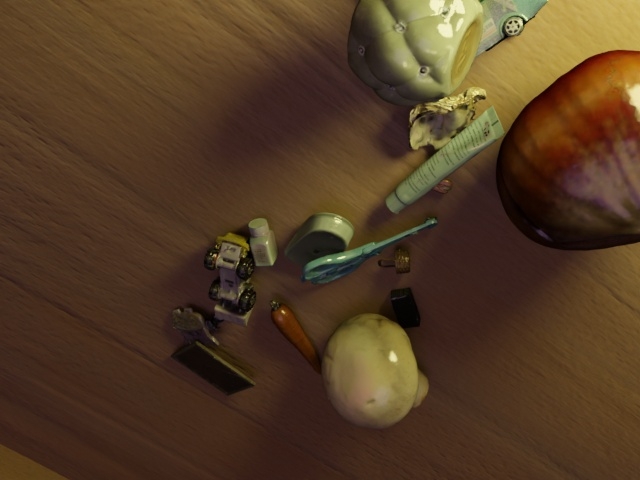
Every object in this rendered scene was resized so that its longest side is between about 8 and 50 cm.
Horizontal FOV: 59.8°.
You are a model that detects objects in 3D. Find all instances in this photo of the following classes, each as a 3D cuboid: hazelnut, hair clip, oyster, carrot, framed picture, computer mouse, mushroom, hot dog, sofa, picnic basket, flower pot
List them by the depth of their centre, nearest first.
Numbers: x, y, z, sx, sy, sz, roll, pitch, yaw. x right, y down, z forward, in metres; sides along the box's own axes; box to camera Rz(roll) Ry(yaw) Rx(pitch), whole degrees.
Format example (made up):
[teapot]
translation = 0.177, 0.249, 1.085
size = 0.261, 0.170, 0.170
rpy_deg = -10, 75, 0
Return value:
[flower pot]
translation = 0.173, -0.364, 0.999
size = 0.195, 0.246, 0.246
rpy_deg = 27, 129, 22
[hazelnut]
translation = 0.535, -0.161, 1.071
size = 0.359, 0.359, 0.409
rpy_deg = 36, 117, -13
[oyster]
translation = 0.273, -0.275, 1.217
size = 0.191, 0.081, 0.163
rpy_deg = -16, 146, 25
[hot dog]
translation = 0.276, -0.139, 1.336
size = 0.083, 0.021, 0.037
rpy_deg = 22, 115, -2
[picnic basket]
translation = 0.192, 0.056, 1.457
size = 0.083, 0.072, 0.072
rpy_deg = -6, 122, 10
[computer mouse]
translation = 0.000, 0.000, 1.460
size = 0.128, 0.079, 0.231
rpy_deg = 29, 140, -18
[sofa]
translation = 0.238, 0.191, 1.559
size = 0.060, 0.039, 0.118
rpy_deg = -12, 120, 18
[mushroom]
translation = 0.141, 0.390, 1.566
size = 0.315, 0.315, 0.356
rpy_deg = -5, 123, 16
[carrot]
translation = -0.066, 0.299, 1.687
size = 0.069, 0.069, 0.336
rpy_deg = -18, 121, 23
[hair clip]
translation = -0.387, 0.268, 1.742
size = 0.187, 0.056, 0.146
rpy_deg = -15, 113, 24
[framed picture]
translation = -0.355, 0.426, 1.833
size = 0.250, 0.016, 0.184
rpy_deg = 40, 137, -18

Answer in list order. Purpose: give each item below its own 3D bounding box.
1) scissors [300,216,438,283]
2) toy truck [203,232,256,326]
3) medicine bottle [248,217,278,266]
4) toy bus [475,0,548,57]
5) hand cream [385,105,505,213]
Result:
[scissors]
translation = 0.122, 0.032, 1.435
size = 0.393, 0.180, 0.032
rpy_deg = -25, 71, 15
[toy truck]
translation = -0.241, 0.110, 1.565
size = 0.136, 0.111, 0.285
rpy_deg = 16, 128, 14
[medicine bottle]
translation = -0.155, 0.003, 1.494
size = 0.055, 0.074, 0.118
rpy_deg = -2, 123, 14
[toy bus]
translation = 0.316, -0.414, 1.101
size = 0.262, 0.091, 0.109
rpy_deg = -32, 102, 27
[hand cream]
translation = 0.268, -0.169, 1.252
size = 0.058, 0.085, 0.331
rpy_deg = 18, 139, -29
